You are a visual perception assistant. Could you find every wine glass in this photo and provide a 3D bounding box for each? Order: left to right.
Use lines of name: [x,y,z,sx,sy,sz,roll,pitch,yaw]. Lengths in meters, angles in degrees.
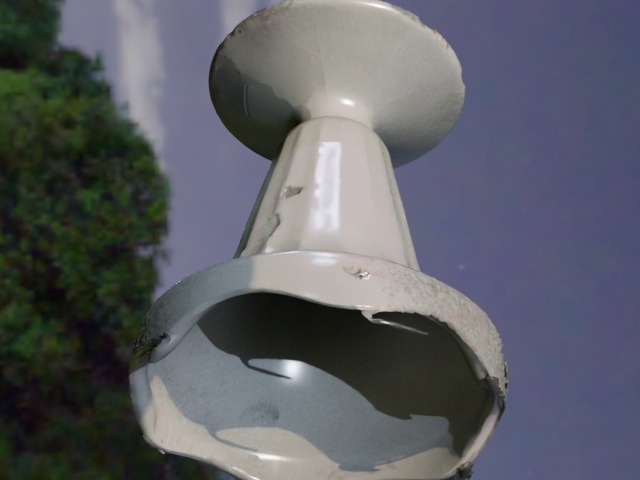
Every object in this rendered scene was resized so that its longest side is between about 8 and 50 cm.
wine glass: [0.000,0.000,0.650,0.165,0.165,0.196,114,-19,-51]
